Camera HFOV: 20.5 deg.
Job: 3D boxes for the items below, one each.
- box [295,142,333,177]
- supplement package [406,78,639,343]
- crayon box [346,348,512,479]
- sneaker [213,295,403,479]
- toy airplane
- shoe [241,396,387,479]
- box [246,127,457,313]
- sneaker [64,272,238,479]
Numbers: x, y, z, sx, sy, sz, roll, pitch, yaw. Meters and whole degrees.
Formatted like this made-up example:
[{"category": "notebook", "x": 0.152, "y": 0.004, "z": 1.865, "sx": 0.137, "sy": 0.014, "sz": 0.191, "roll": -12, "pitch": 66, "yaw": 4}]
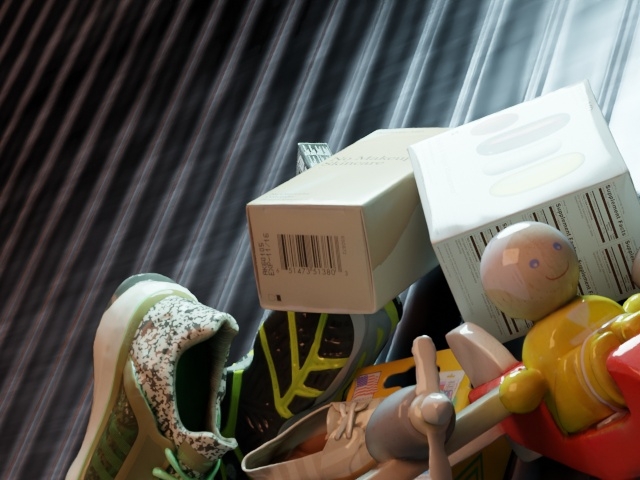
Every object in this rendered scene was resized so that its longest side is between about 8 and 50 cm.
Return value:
[{"category": "box", "x": 0.000, "y": 0.000, "z": 2.179, "sx": 0.190, "sy": 0.045, "sz": 0.184, "roll": -113, "pitch": 24, "yaw": -59}, {"category": "supplement package", "x": 0.216, "y": -0.028, "z": 1.797, "sx": 0.203, "sy": 0.149, "sz": 0.194, "roll": -21, "pitch": 33, "yaw": 7}, {"category": "crayon box", "x": 0.079, "y": 0.272, "z": 1.796, "sx": 0.203, "sy": 0.083, "sz": 0.323, "roll": -17, "pitch": 44, "yaw": 48}, {"category": "sneaker", "x": -0.033, "y": 0.177, "z": 2.060, "sx": 0.385, "sy": 0.147, "sz": 0.145, "roll": -42, "pitch": 71, "yaw": 43}, {"category": "toy airplane", "x": 0.212, "y": 0.103, "z": 1.575, "sx": 0.384, "sy": 0.272, "sz": 0.386, "roll": -18, "pitch": 17, "yaw": 24}, {"category": "shoe", "x": 0.006, "y": 0.212, "z": 1.824, "sx": 0.219, "sy": 0.058, "sz": 0.076, "roll": -30, "pitch": 34, "yaw": 37}, {"category": "box", "x": 0.061, "y": -0.027, "z": 1.943, "sx": 0.148, "sy": 0.121, "sz": 0.311, "roll": 0, "pitch": 18, "yaw": 28}, {"category": "sneaker", "x": -0.176, "y": 0.246, "z": 1.981, "sx": 0.182, "sy": 0.158, "sz": 0.410, "roll": 6, "pitch": 91, "yaw": 50}]
